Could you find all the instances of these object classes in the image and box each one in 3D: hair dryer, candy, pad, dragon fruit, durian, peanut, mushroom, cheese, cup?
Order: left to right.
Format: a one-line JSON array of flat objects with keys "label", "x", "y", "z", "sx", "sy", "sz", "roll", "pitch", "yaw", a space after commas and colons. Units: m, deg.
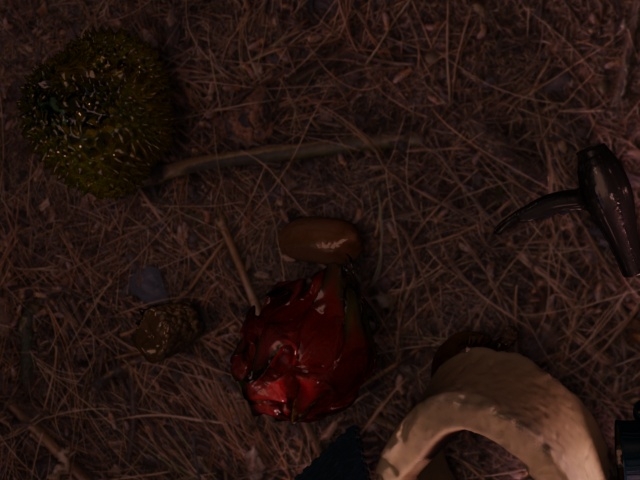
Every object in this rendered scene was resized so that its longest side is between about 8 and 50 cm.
[{"label": "durian", "x": -0.375, "y": -0.208, "z": 1.816, "sx": 0.291, "sy": 0.225, "sz": 0.291, "roll": -1, "pitch": 89, "yaw": 28}, {"label": "candy", "x": -0.258, "y": 0.153, "z": 1.854, "sx": 0.085, "sy": 0.110, "sz": 0.095, "roll": 49, "pitch": 120, "yaw": 22}, {"label": "pad", "x": -0.020, "y": 0.436, "z": 1.689, "sx": 0.012, "sy": 0.269, "sz": 0.269, "roll": 41, "pitch": 102, "yaw": -20}, {"label": "dragon fruit", "x": -0.017, "y": 0.151, "z": 1.677, "sx": 0.234, "sy": 0.234, "sz": 0.293, "roll": 35, "pitch": 122, "yaw": 18}, {"label": "peanut", "x": 0.000, "y": 0.000, "z": 1.746, "sx": 0.152, "sy": 0.076, "sz": 0.076, "roll": 5, "pitch": 96, "yaw": 29}, {"label": "mushroom", "x": 0.240, "y": 0.192, "z": 1.649, "sx": 0.135, "sy": 0.080, "sz": 0.170, "roll": 37, "pitch": 111, "yaw": 7}, {"label": "cheese", "x": 0.234, "y": 0.332, "z": 1.573, "sx": 0.292, "sy": 0.153, "sz": 0.332, "roll": 42, "pitch": 127, "yaw": 6}, {"label": "hair dryer", "x": 0.355, "y": -0.026, "z": 1.602, "sx": 0.219, "sy": 0.075, "sz": 0.195, "roll": -16, "pitch": 97, "yaw": 35}, {"label": "cup", "x": 0.482, "y": 0.286, "z": 1.517, "sx": 0.138, "sy": 0.113, "sz": 0.150, "roll": -4, "pitch": 87, "yaw": 9}]
